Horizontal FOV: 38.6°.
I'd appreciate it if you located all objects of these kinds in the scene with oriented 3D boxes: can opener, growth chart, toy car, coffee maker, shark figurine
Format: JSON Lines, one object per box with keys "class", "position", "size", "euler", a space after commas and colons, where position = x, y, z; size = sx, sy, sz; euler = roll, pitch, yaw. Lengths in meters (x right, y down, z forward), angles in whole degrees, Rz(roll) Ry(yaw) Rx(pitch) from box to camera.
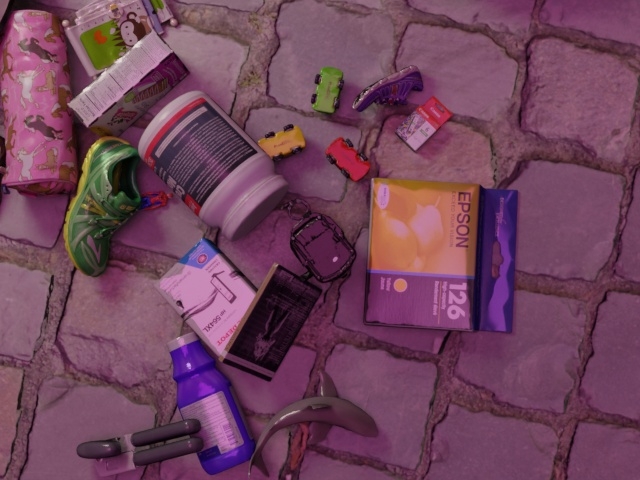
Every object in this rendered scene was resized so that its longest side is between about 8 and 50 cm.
{"class": "can opener", "position": [-0.361, 0.418, 1.831], "size": [0.280, 0.093, 0.074], "euler": [-18, 74, 24]}
{"class": "growth chart", "position": [-0.422, -0.452, 1.938], "size": [0.237, 0.021, 0.172], "euler": [-38, 114, -7]}
{"class": "toy car", "position": [0.005, -0.249, 1.915], "size": [0.239, 0.053, 0.225], "euler": [13, 86, 4]}
{"class": "coffee maker", "position": [0.000, 0.000, 1.830], "size": [0.120, 0.178, 0.171], "euler": [-15, 87, 0]}
{"class": "shark figurine", "position": [-0.035, 0.359, 1.822], "size": [0.278, 0.116, 0.166], "euler": [-19, 80, -10]}

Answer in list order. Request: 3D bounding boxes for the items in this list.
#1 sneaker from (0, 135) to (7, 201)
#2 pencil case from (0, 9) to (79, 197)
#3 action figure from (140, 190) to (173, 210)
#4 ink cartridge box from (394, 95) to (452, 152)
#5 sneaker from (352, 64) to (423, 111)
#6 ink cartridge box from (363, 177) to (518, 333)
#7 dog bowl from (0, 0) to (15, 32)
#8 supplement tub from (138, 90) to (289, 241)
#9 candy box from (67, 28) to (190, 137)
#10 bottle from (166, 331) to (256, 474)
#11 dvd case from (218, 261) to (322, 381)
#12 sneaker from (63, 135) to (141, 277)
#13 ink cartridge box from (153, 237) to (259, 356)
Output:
{"class": "sneaker", "position": [-0.713, -0.135, 1.939], "size": [0.066, 0.071, 0.188], "euler": [10, 85, 4]}
{"class": "pencil case", "position": [-0.597, -0.284, 1.902], "size": [0.167, 0.160, 0.386], "euler": [-5, 85, -4]}
{"class": "action figure", "position": [-0.368, -0.081, 1.937], "size": [0.115, 0.030, 0.038], "euler": [-15, 79, 0]}
{"class": "ink cartridge box", "position": [0.217, -0.246, 1.913], "size": [0.115, 0.029, 0.063], "euler": [-44, 84, -1]}
{"class": "sneaker", "position": [0.145, -0.304, 1.891], "size": [0.170, 0.068, 0.071], "euler": [-28, 95, -17]}
{"class": "ink cartridge box", "position": [0.248, 0.032, 1.870], "size": [0.307, 0.072, 0.304], "euler": [3, 85, 6]}
{"class": "dog bowl", "position": [-0.816, -0.539, 1.868], "size": [0.407, 0.150, 0.408], "euler": [-6, 76, 25]}
{"class": "supplement tub", "position": [-0.216, -0.150, 1.850], "size": [0.191, 0.191, 0.272], "euler": [-45, 84, -1]}
{"class": "candy box", "position": [-0.392, -0.315, 1.891], "size": [0.233, 0.159, 0.071], "euler": [-41, 83, 0]}
{"class": "bottle", "position": [-0.231, 0.327, 1.860], "size": [0.118, 0.092, 0.283], "euler": [-25, 84, 7]}
{"class": "dvd case", "position": [-0.097, 0.167, 1.840], "size": [0.018, 0.164, 0.221], "euler": [27, 86, 39]}
{"class": "sneaker", "position": [-0.441, -0.066, 1.877], "size": [0.123, 0.109, 0.296], "euler": [14, 93, 27]}
{"class": "ink cartridge box", "position": [-0.216, 0.118, 1.880], "size": [0.148, 0.086, 0.203], "euler": [-45, 84, -1]}
